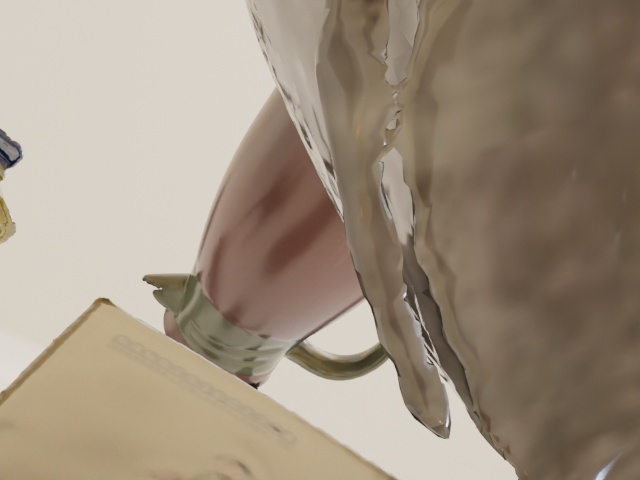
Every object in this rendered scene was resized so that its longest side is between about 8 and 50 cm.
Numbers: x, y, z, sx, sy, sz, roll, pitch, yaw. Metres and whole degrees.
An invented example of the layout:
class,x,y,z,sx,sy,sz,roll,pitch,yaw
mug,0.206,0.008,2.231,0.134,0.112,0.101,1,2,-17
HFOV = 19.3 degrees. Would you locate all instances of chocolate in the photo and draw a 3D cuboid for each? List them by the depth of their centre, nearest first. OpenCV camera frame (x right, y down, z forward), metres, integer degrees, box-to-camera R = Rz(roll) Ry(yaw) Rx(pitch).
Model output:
class,x,y,z,sx,sy,sz,roll,pitch,yaw
chocolate,0.099,-0.089,0.438,0.303,0.303,0.213,14,-160,-32

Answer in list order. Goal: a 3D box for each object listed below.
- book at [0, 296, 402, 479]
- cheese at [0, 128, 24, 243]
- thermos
class,x,y,z,sx,sy,sz,roll,pitch,yaw
book,-0.049,0.096,0.502,0.138,0.016,0.199,31,-148,6
cheese,-0.348,-0.065,1.742,0.177,0.270,0.069,38,-122,-11
thermos,0.000,0.000,1.281,0.176,0.265,0.146,30,-144,-8
